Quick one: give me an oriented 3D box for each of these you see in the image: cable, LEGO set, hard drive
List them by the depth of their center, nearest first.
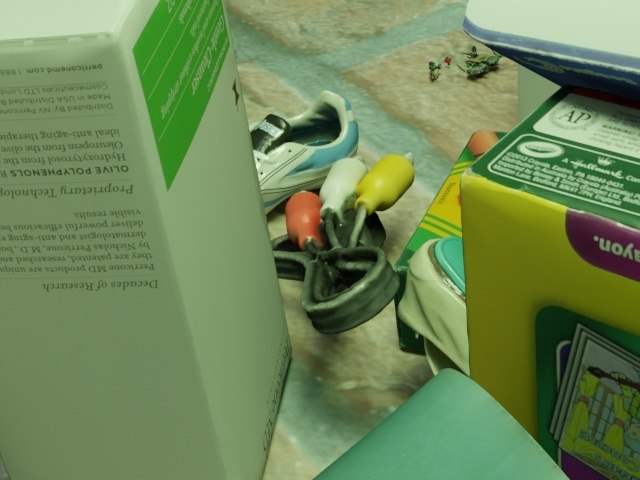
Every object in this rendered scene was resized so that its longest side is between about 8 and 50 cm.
[{"bbox_3d":[0.249,-0.055,0.646,0.319,0.040,0.210,18,3,-44],"label":"hard drive"},{"bbox_3d":[0.000,0.000,0.929,0.139,0.072,0.287,-22,10,14],"label":"cable"},{"bbox_3d":[0.150,-0.175,1.271,0.083,0.023,0.054,-5,30,28],"label":"LEGO set"}]

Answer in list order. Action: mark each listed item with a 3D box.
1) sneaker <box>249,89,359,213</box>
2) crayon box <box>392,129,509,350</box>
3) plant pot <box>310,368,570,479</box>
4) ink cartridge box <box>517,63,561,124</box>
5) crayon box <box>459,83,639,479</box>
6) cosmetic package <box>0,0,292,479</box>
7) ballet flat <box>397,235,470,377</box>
[{"bbox_3d":[-0.065,-0.057,1.087,0.237,0.086,0.085,-33,43,-29],"label":"sneaker"},{"bbox_3d":[0.235,0.015,0.925,0.319,0.081,0.202,8,38,22],"label":"crayon box"},{"bbox_3d":[0.036,0.235,0.490,0.235,0.293,0.293,-33,39,-5],"label":"plant pot"},{"bbox_3d":[0.330,-0.194,1.100,0.270,0.198,0.197,-31,41,-30],"label":"ink cartridge box"},{"bbox_3d":[0.244,0.125,0.560,0.363,0.313,0.106,20,44,35],"label":"crayon box"},{"bbox_3d":[-0.129,-0.005,0.780,0.155,0.365,0.197,-2,38,12],"label":"cosmetic package"},{"bbox_3d":[0.134,0.104,0.811,0.086,0.086,0.248,-26,60,-24],"label":"ballet flat"}]
